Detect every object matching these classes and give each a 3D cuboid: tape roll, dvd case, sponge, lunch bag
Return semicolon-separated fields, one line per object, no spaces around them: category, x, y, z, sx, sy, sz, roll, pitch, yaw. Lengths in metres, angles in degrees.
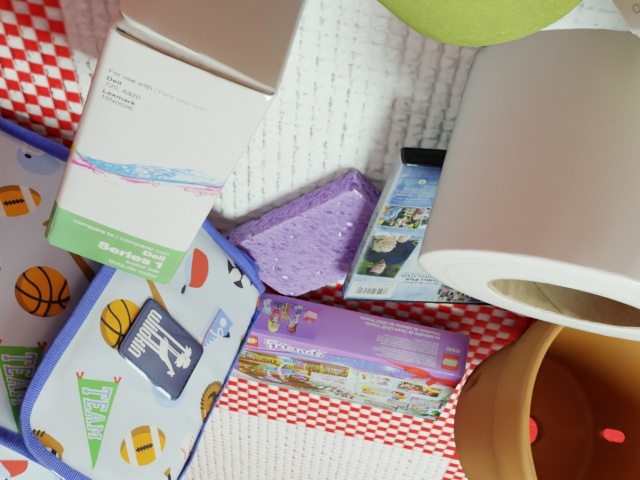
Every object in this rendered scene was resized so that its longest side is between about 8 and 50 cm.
tape roll;0.212;-0.030;0.710;0.246;0.169;0.246;16;169;3
dvd case;0.135;-0.005;0.936;0.180;0.022;0.253;3;147;-12
sponge;0.000;0.000;1.021;0.210;0.031;0.117;-23;132;40
lunch bag;-0.279;0.087;0.959;0.385;0.328;0.239;28;146;-5

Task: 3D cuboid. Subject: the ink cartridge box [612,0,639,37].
ink cartridge box;0.359;-0.191;0.503;0.307;0.072;0.303;4;144;-43

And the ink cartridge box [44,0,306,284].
ink cartridge box;-0.110;-0.124;0.734;0.117;0.201;0.278;22;144;-13

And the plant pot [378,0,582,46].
plant pot;0.056;-0.243;0.454;0.275;0.274;0.293;-2;150;22

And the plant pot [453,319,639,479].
plant pot;0.284;0.209;1.029;0.291;0.291;0.203;27;161;-17

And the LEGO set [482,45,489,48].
LEGO set;0.108;-0.257;0.628;0.244;0.060;0.182;33;129;-28

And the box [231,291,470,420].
box;0.025;0.147;1.174;0.293;0.057;0.201;12;155;3

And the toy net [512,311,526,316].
toy net;0.226;0.028;0.936;0.122;0.045;0.232;-4;149;-15
